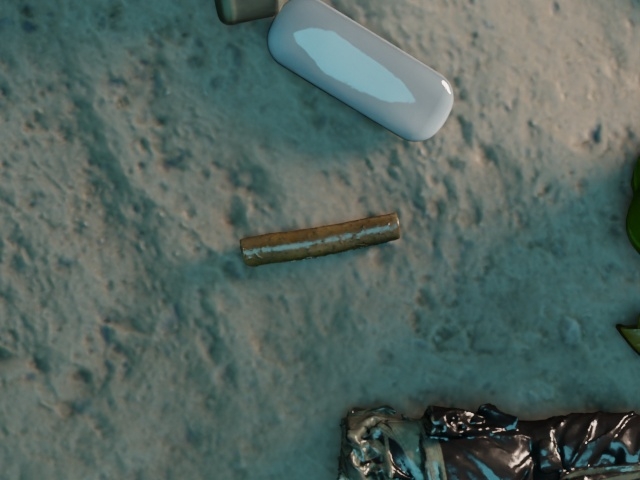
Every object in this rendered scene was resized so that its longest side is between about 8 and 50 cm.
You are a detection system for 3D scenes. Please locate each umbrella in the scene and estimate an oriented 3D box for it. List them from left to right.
[{"bbox_3d":[0.190,0.197,1.576,0.357,0.106,0.113,-3,93,-3],"label":"umbrella"}]

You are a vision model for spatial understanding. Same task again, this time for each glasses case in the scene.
[{"bbox_3d":[0.035,-0.152,1.554,0.178,0.045,0.067,30,94,-7],"label":"glasses case"}]

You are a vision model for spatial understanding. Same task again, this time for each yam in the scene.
[{"bbox_3d":[0.000,0.000,1.578,0.145,0.032,0.032,-11,97,-3],"label":"yam"}]

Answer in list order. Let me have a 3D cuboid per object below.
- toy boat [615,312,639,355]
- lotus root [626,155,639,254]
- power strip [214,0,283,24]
[{"bbox_3d":[0.383,0.060,1.593,0.226,0.068,0.088,-11,92,1],"label":"toy boat"},{"bbox_3d":[0.357,-0.043,1.498,0.186,0.186,0.186,0,97,-3],"label":"lotus root"},{"bbox_3d":[-0.080,-0.314,1.454,0.059,0.193,0.265,-10,97,-5],"label":"power strip"}]
